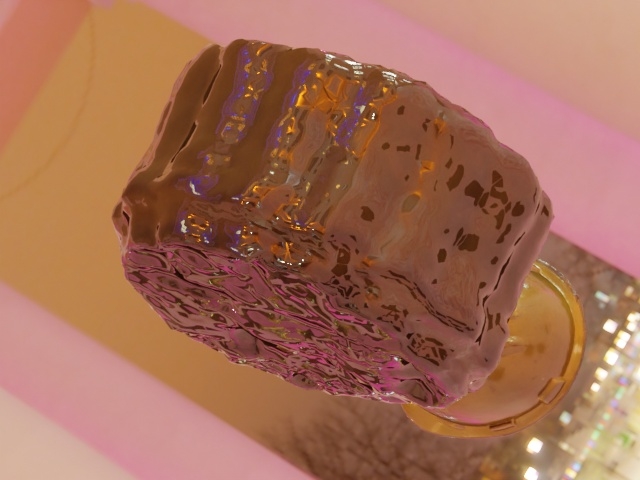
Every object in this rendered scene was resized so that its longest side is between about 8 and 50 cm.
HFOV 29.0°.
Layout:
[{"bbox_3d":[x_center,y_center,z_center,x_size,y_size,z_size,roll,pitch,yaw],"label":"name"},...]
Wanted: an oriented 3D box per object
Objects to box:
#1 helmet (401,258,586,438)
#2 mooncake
[{"bbox_3d":[0.147,0.109,1.341,0.257,0.205,0.140,-23,-25,32],"label":"helmet"},{"bbox_3d":[0.002,0.000,0.952,0.324,0.324,0.187,84,-152,-67],"label":"mooncake"}]
